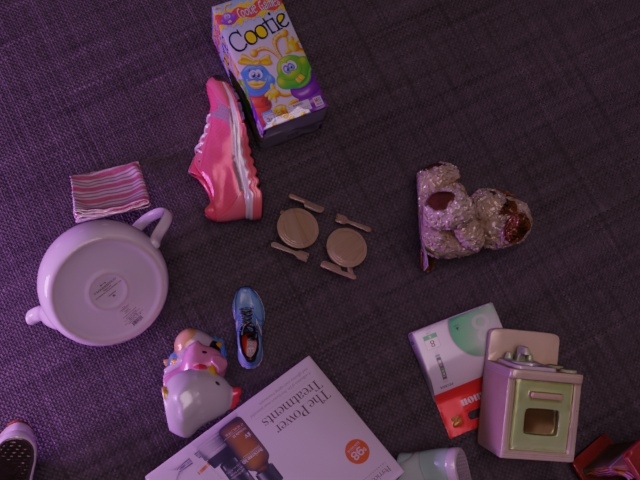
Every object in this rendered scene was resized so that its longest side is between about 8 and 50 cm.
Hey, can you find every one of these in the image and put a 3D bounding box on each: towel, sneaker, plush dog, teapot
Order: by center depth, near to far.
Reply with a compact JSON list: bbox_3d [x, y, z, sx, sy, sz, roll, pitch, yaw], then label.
[{"bbox_3d":[-0.570,0.467,1.542,0.106,0.123,0.290,16,97,-19],"label":"sneaker"},{"bbox_3d":[-0.413,0.062,1.596,0.256,0.187,0.252,1,106,-24],"label":"teapot"},{"bbox_3d":[0.223,0.515,1.631,0.151,0.094,0.256,-7,102,30],"label":"sneaker"},{"bbox_3d":[-0.411,-0.101,1.638,0.144,0.197,0.029,-13,122,-12],"label":"towel"},{"bbox_3d":[-0.136,0.168,1.654,0.063,0.073,0.162,-6,79,-7],"label":"sneaker"},{"bbox_3d":[0.312,-0.035,1.694,0.225,0.262,0.211,-2,112,3],"label":"plush dog"},{"bbox_3d":[-0.207,-0.184,1.699,0.136,0.116,0.314,-13,80,-8],"label":"sneaker"}]

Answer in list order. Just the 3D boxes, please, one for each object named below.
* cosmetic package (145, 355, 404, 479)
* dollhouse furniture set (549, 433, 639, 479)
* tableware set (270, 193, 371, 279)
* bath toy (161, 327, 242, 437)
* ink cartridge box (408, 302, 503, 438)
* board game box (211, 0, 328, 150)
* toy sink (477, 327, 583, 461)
[{"bbox_3d":[-0.081,0.434,1.537,0.377,0.097,0.284,-35,74,-22],"label":"cosmetic package"},{"bbox_3d":[0.504,0.512,1.565,0.374,0.201,0.152,-33,83,-21],"label":"dollhouse furniture set"},{"bbox_3d":[0.000,0.000,1.725,0.194,0.039,0.128,23,65,-7],"label":"tableware set"},{"bbox_3d":[-0.213,0.241,1.492,0.129,0.348,0.151,-9,95,-9],"label":"bath toy"},{"bbox_3d":[0.301,0.260,1.697,0.181,0.056,0.225,-20,79,-10],"label":"ink cartridge box"},{"bbox_3d":[-0.108,-0.350,1.730,0.144,0.142,0.275,-22,82,-11],"label":"board game box"},{"bbox_3d":[0.407,0.296,1.633,0.153,0.131,0.234,7,89,-11],"label":"toy sink"}]
